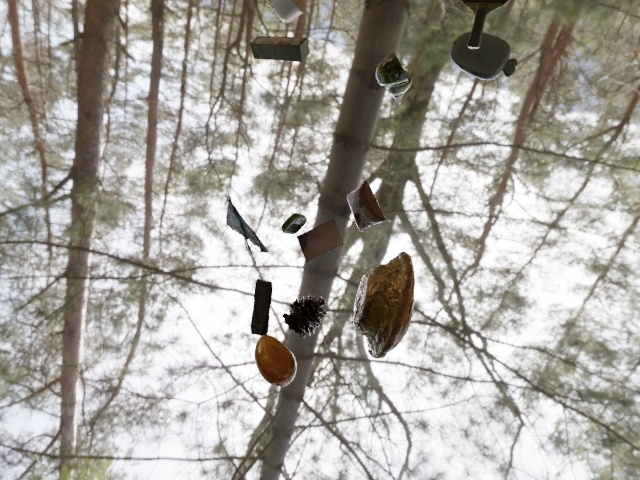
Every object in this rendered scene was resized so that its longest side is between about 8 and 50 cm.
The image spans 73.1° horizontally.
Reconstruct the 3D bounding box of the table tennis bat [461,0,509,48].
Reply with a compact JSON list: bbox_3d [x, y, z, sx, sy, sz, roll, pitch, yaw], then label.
[{"bbox_3d":[0.448,-0.665,1.171,0.154,0.274,0.021,17,-167,25],"label":"table tennis bat"}]

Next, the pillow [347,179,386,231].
[{"bbox_3d":[0.221,-0.172,2.180,0.084,0.223,0.236,-21,178,-27],"label":"pillow"}]

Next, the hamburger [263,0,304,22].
[{"bbox_3d":[-0.173,-0.997,1.693,0.151,0.227,0.295,-10,160,17],"label":"hamburger"}]

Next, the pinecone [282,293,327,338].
[{"bbox_3d":[-0.066,0.345,2.043,0.168,0.212,0.185,35,-177,21],"label":"pinecone"}]

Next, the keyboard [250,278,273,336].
[{"bbox_3d":[-0.272,0.312,1.994,0.106,0.262,0.016,8,-177,29],"label":"keyboard"}]

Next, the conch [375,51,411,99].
[{"bbox_3d":[0.318,-0.701,1.862,0.181,0.124,0.187,40,-162,-24],"label":"conch"}]

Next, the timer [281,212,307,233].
[{"bbox_3d":[-0.139,-0.087,2.249,0.047,0.128,0.140,50,-162,22],"label":"timer"}]

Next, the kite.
[{"bbox_3d":[-0.338,-0.035,1.885,0.014,0.368,0.406,-33,-143,-24],"label":"kite"}]

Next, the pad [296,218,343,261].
[{"bbox_3d":[0.000,0.000,2.404,0.243,0.163,0.004,-25,-163,-14],"label":"pad"}]

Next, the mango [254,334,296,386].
[{"bbox_3d":[-0.182,0.462,1.680,0.145,0.112,0.219,-24,-122,-22],"label":"mango"}]

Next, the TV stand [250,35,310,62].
[{"bbox_3d":[-0.195,-0.914,2.058,0.269,0.083,0.088,12,-126,22],"label":"TV stand"}]

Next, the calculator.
[{"bbox_3d":[0.708,-0.800,1.873,0.299,0.185,0.041,33,-174,17],"label":"calculator"}]

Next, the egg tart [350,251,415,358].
[{"bbox_3d":[0.237,0.247,1.725,0.178,0.443,0.443,17,-155,-5],"label":"egg tart"}]
